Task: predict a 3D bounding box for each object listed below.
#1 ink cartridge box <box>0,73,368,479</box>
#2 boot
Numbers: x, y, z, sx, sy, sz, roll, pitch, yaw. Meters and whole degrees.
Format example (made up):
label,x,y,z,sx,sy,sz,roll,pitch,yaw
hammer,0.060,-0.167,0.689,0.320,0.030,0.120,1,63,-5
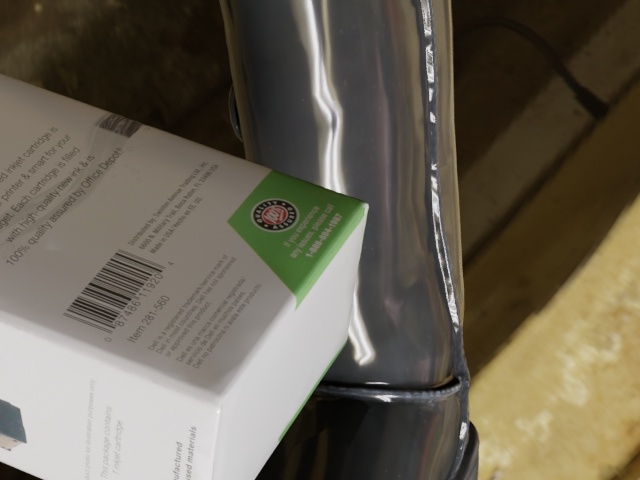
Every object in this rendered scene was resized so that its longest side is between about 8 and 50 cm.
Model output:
label,x,y,z,sx,sy,sz,roll,pitch,yaw
ink cartridge box,-0.112,0.020,0.790,0.219,0.160,0.092,20,129,15
boot,0.000,-0.001,0.943,0.146,0.367,0.445,4,113,12
